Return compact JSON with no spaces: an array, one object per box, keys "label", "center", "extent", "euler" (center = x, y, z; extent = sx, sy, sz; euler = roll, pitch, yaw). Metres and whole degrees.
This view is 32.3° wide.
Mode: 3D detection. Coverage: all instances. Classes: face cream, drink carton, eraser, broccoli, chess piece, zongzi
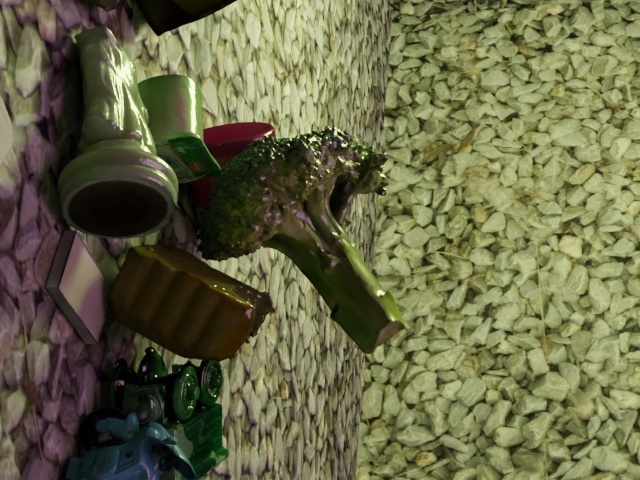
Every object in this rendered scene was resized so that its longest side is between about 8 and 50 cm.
[{"label":"face cream","center":[-0.158,-0.112,2.092],"extent":[0.175,0.175,0.195],"euler":[-56,140,-67]},{"label":"drink carton","center":[-0.253,-0.186,1.832],"extent":[0.146,0.144,0.142],"euler":[60,21,-63]},{"label":"eraser","center":[-0.348,0.069,1.611],"extent":[0.150,0.023,0.104],"euler":[71,21,-51]},{"label":"broccoli","center":[-0.036,0.001,1.890],"extent":[0.275,0.353,0.397],"euler":[117,-30,-82]},{"label":"chess piece","center":[-0.302,-0.163,1.631],"extent":[0.176,0.175,0.298],"euler":[65,14,-58]},{"label":"zongzi","center":[-0.164,-0.496,1.926],"extent":[0.317,0.289,0.154],"euler":[-69,136,-66]}]

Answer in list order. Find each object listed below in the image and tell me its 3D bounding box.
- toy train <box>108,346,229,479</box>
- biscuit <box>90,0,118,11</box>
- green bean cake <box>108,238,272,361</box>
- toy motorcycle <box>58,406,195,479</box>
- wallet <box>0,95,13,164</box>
[{"label":"toy train","center":[-0.243,0.278,1.763],"extent":[0.266,0.145,0.202],"euler":[-13,104,-75]},{"label":"biscuit","center":[-0.344,-0.509,1.673],"extent":[0.099,0.038,0.323],"euler":[-46,132,-77]},{"label":"green bean cake","center":[-0.203,0.103,1.749],"extent":[0.124,0.233,0.236],"euler":[-63,175,4]},{"label":"toy motorcycle","center":[-0.274,0.360,1.547],"extent":[0.124,0.182,0.272],"euler":[85,12,-54]},{"label":"wallet","center":[-0.423,-0.118,1.321],"extent":[0.183,0.031,0.124],"euler":[-79,161,-48]}]
